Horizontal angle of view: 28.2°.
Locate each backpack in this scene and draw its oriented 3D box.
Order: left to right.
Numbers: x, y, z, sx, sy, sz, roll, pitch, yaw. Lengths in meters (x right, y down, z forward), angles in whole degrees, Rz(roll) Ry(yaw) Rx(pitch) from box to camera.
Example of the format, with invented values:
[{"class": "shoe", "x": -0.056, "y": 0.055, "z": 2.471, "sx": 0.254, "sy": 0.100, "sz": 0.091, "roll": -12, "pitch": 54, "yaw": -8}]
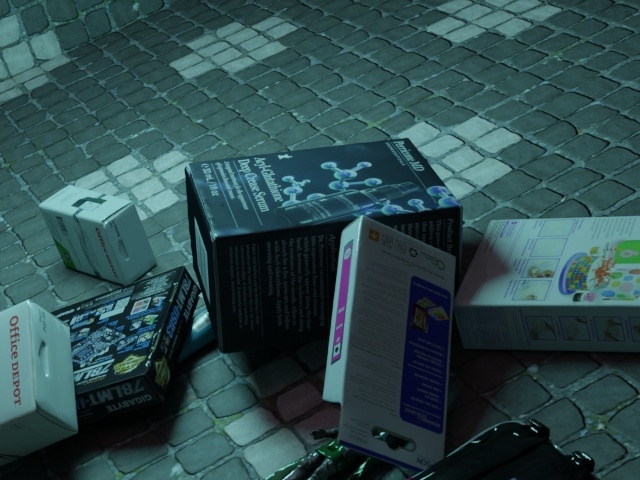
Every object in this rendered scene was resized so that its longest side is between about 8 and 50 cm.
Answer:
[{"class": "backpack", "x": 0.192, "y": 0.351, "z": 1.491, "sx": 0.254, "sy": 0.191, "sz": 0.225, "roll": -21, "pitch": 27, "yaw": -19}]

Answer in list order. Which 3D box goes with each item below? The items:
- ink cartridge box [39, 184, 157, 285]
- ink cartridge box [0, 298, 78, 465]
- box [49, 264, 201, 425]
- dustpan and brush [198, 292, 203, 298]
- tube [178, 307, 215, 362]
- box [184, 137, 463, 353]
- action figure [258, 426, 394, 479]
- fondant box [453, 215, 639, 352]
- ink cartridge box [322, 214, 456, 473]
[{"class": "ink cartridge box", "x": -0.430, "y": -0.011, "z": 2.466, "sx": 0.208, "sy": 0.153, "sz": 0.087, "roll": 15, "pitch": 42, "yaw": 42}, {"class": "ink cartridge box", "x": -0.532, "y": 0.248, "z": 2.003, "sx": 0.283, "sy": 0.117, "sz": 0.207, "roll": -24, "pitch": 54, "yaw": 16}, {"class": "box", "x": -0.367, "y": 0.190, "z": 2.137, "sx": 0.296, "sy": 0.073, "sz": 0.293, "roll": -19, "pitch": 30, "yaw": 20}, {"class": "dustpan and brush", "x": -0.125, "y": 0.083, "z": 2.230, "sx": 0.147, "sy": 0.060, "sz": 0.211, "roll": 15, "pitch": 32, "yaw": 2}, {"class": "tube", "x": -0.252, "y": 0.185, "z": 2.153, "sx": 0.207, "sy": 0.052, "sz": 0.080, "roll": -34, "pitch": 24, "yaw": -17}, {"class": "box", "x": 0.000, "y": 0.000, "z": 2.067, "sx": 0.396, "sy": 0.211, "sz": 0.293, "roll": -7, "pitch": 28, "yaw": -12}, {"class": "action figure", "x": 0.026, "y": 0.302, "z": 1.798, "sx": 0.232, "sy": 0.063, "sz": 0.137, "roll": -30, "pitch": 29, "yaw": -27}, {"class": "fondant box", "x": 0.394, "y": 0.064, "z": 1.951, "sx": 0.330, "sy": 0.096, "sz": 0.238, "roll": -2, "pitch": 33, "yaw": 27}, {"class": "ink cartridge box", "x": 0.101, "y": 0.155, "z": 1.815, "sx": 0.069, "sy": 0.176, "sz": 0.370, "roll": -40, "pitch": 35, "yaw": 46}]
